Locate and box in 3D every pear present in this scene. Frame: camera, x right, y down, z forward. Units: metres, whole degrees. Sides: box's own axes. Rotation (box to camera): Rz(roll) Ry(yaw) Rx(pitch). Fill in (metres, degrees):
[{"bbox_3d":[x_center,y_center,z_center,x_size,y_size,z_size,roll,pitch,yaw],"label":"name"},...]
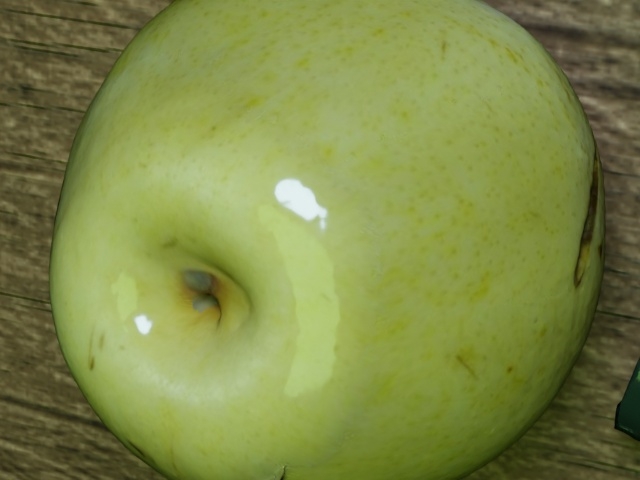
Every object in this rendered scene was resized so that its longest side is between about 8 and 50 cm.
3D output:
[{"bbox_3d":[0.000,0.000,0.890,0.309,0.309,0.309,7,109,20],"label":"pear"}]

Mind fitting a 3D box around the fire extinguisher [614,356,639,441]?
[{"bbox_3d":[0.319,0.135,0.918,0.311,0.095,0.114,25,140,13],"label":"fire extinguisher"}]
